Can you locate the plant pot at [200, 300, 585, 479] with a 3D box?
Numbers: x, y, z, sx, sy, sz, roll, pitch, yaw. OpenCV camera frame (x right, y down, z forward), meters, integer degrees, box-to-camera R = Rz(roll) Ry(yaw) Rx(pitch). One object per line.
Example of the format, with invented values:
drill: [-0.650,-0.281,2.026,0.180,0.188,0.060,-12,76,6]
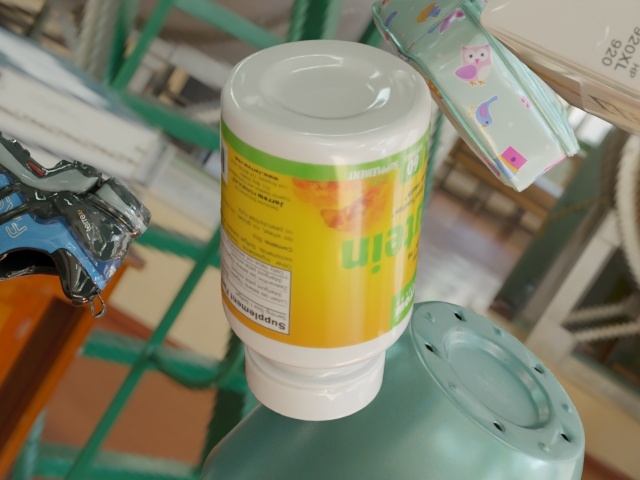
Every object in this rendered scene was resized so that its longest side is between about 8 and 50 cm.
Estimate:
plant pot: [0.083,0.194,1.289,0.293,0.235,0.293,31,25,-16]

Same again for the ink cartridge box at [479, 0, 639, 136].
ink cartridge box: [0.244,-0.160,1.016,0.168,0.171,0.233,28,4,24]

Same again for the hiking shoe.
hiking shoe: [-0.323,-0.032,1.502,0.304,0.132,0.113,18,-18,23]

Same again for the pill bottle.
pill bottle: [0.000,0.000,1.034,0.136,0.245,0.136,2,36,-1]

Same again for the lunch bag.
lunch bag: [0.169,-0.181,1.651,0.224,0.108,0.279,48,9,-24]
